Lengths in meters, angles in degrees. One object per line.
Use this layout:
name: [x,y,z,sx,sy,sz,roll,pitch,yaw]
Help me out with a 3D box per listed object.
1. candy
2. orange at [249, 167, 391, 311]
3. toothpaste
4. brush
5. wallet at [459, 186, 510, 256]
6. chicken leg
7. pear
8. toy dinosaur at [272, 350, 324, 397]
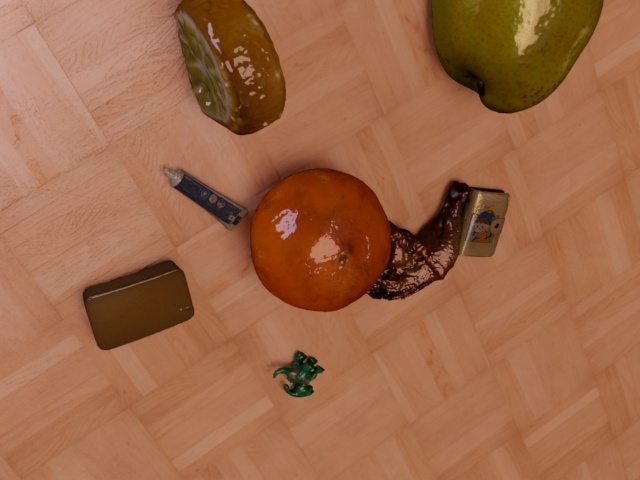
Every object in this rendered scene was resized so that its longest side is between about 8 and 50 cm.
candy: [-0.157,-0.304,1.613,0.118,0.260,0.260,-31,122,-18]
orange: [0.000,0.000,1.847,0.284,0.226,0.283,-8,108,-24]
toothpaste: [-0.222,-0.084,1.809,0.057,0.035,0.197,-47,127,10]
brush: [-0.350,0.122,1.822,0.197,0.059,0.123,-19,122,-18]
wallet: [0.362,-0.039,2.121,0.110,0.039,0.155,3,111,-27]
chicken leg: [0.212,0.008,2.049,0.323,0.083,0.177,-28,107,-10]
pear: [0.384,-0.407,1.855,0.343,0.238,0.318,8,99,-30]
toy dinosaur: [-0.049,0.297,2.056,0.132,0.059,0.096,23,106,-41]
